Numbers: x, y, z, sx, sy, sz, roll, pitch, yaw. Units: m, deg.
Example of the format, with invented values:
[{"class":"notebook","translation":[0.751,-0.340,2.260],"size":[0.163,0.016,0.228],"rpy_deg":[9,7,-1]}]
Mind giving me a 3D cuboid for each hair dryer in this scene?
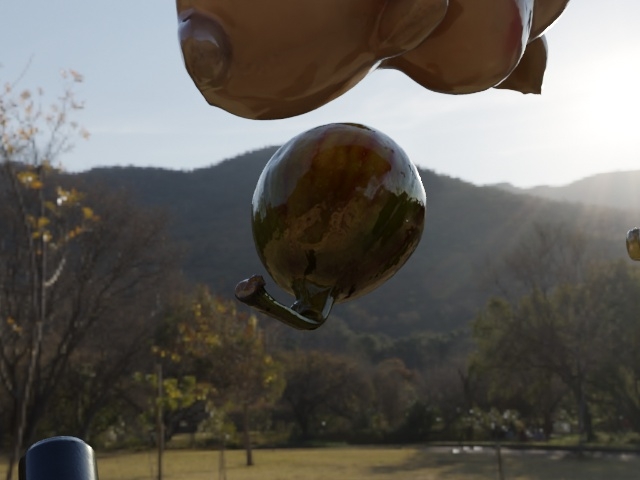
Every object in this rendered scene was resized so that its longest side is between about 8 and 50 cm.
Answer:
[{"class":"hair dryer","translation":[-0.169,0.256,0.753],"size":[0.219,0.124,0.071],"rpy_deg":[13,-56,-28]}]

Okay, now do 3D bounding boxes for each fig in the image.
[{"class":"fig","translation":[0.015,-0.005,0.634],"size":[0.142,0.186,0.148],"rpy_deg":[-6,-35,3]}]

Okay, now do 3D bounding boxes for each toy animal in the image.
[{"class":"toy animal","translation":[0.040,-0.175,0.484],"size":[0.256,0.195,0.213],"rpy_deg":[-5,12,-6]}]

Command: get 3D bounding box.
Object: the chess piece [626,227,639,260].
[{"class":"chess piece","translation":[0.619,-0.015,1.115],"size":[0.117,0.117,0.397],"rpy_deg":[6,-9,-43]}]
